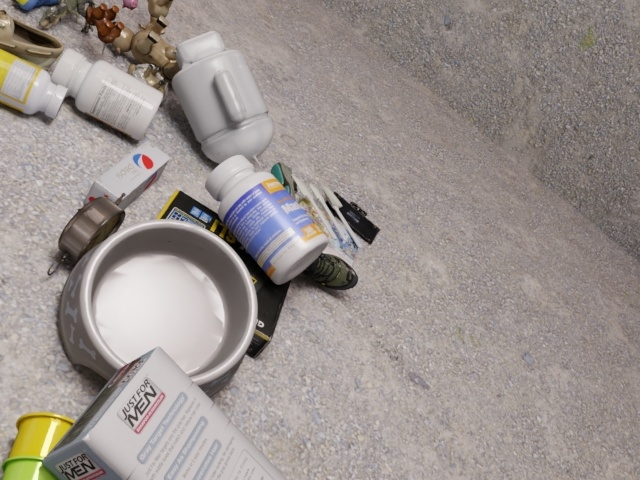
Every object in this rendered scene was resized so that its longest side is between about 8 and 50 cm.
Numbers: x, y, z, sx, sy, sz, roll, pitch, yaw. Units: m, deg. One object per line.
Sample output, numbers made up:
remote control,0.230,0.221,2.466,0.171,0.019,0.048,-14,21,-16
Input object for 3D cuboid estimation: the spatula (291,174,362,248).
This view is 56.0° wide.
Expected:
spatula,0.026,-0.079,1.631,0.168,0.019,0.242,20,31,-51

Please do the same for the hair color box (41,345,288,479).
hair color box,-0.187,0.360,0.878,0.374,0.113,0.185,51,32,-14

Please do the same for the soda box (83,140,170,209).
soda box,-0.415,-0.133,1.307,0.069,0.074,0.216,36,35,-7

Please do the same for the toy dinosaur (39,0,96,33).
toy dinosaur,-0.636,-0.630,1.592,0.064,0.118,0.268,10,61,17

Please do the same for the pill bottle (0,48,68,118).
pill bottle,-0.643,-0.333,1.280,0.184,0.103,0.103,24,38,-24

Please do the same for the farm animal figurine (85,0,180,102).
farm animal figurine,-0.473,-0.554,1.633,0.327,0.172,0.330,52,46,-17

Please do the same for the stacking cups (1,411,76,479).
stacking cups,-0.394,0.384,0.764,0.096,0.096,0.316,25,43,-22

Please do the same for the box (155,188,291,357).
box,-0.224,0.063,1.277,0.322,0.079,0.257,33,34,-12

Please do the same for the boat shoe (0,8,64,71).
boat shoe,-0.703,-0.460,1.297,0.302,0.098,0.109,19,46,-56

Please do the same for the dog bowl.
dog bowl,-0.270,0.118,1.064,0.348,0.102,0.349,14,59,-24

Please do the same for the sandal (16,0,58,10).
sandal,-0.693,-0.686,1.612,0.138,0.126,0.317,51,35,-28

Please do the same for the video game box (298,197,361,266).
video game box,0.000,0.000,1.587,0.205,0.048,0.187,37,36,-7

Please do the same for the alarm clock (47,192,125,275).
alarm clock,-0.437,-0.008,1.111,0.064,0.129,0.192,36,55,-5

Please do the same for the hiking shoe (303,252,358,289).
hiking shoe,-0.011,0.064,1.444,0.227,0.086,0.114,26,7,-7

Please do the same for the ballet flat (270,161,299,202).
ballet flat,-0.087,-0.130,1.625,0.068,0.072,0.213,21,39,-32

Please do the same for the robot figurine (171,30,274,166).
robot figurine,-0.245,-0.343,1.540,0.353,0.199,0.300,66,-9,-9

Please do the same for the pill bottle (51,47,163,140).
pill bottle,-0.498,-0.343,1.406,0.229,0.131,0.131,28,37,-20

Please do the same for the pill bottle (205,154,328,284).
pill bottle,-0.123,-0.051,1.299,0.272,0.152,0.152,49,35,10

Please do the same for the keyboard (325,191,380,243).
keyboard,0.097,-0.072,1.783,0.180,0.023,0.108,40,41,-3
